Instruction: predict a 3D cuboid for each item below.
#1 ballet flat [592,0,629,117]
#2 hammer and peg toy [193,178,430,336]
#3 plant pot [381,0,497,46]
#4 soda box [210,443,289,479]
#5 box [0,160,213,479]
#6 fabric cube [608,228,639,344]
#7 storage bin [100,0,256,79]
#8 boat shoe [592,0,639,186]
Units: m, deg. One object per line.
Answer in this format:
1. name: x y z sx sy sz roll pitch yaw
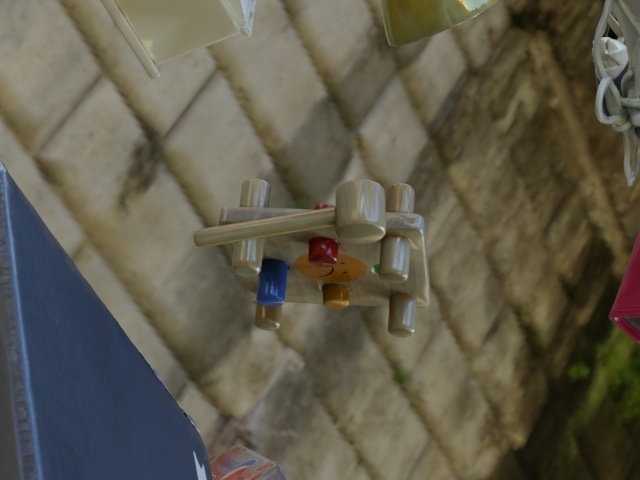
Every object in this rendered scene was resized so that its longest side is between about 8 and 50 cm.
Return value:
1. ballet flat: 0.367 -0.250 1.782 0.074 0.203 0.074 17 -9 3
2. hammer and peg toy: 0.000 0.000 1.825 0.265 0.127 0.361 2 -25 8
3. plant pot: 0.120 -0.290 1.637 0.134 0.134 0.095 -7 -67 50
4. soda box: -0.091 0.331 1.871 0.092 0.083 0.263 58 -13 -5
5. box: -0.257 0.295 0.548 0.471 0.480 0.297 -18 -34 3
6. fabric cube: 0.463 0.016 1.316 0.259 0.258 0.254 36 -25 -31
7. storage bin: -0.174 -0.363 1.539 0.123 0.260 0.262 -18 -51 18
8. boat shoe: 0.282 -0.109 1.132 0.367 0.156 0.136 50 17 18
